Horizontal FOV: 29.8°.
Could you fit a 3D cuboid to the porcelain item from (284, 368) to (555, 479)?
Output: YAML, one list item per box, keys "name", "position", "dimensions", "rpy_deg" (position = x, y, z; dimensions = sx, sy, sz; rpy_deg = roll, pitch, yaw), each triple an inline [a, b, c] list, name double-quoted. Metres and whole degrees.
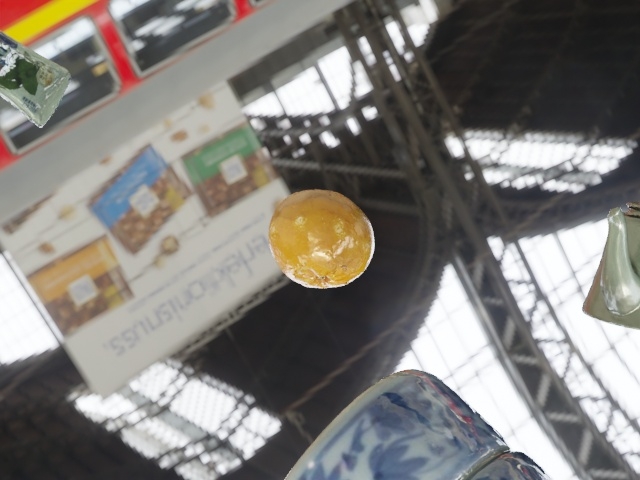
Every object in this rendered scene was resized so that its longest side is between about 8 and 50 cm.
- name: "porcelain item"
  position: [0.051, 0.158, 0.649]
  dimensions: [0.114, 0.147, 0.147]
  rpy_deg: [39, -119, 25]

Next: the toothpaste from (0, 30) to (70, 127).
- name: "toothpaste"
  position: [-0.320, -0.182, 1.066]
  dimensions: [0.038, 0.233, 0.060]
  rpy_deg: [28, -96, 50]

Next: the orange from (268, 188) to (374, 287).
- name: "orange"
  position: [0.000, 0.000, 0.914]
  dimensions: [0.083, 0.083, 0.070]
  rpy_deg: [-11, -114, 40]

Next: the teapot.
- name: "teapot"
  position: [0.356, 0.011, 1.202]
  dimensions: [0.239, 0.149, 0.162]
  rpy_deg: [0, -173, -40]
